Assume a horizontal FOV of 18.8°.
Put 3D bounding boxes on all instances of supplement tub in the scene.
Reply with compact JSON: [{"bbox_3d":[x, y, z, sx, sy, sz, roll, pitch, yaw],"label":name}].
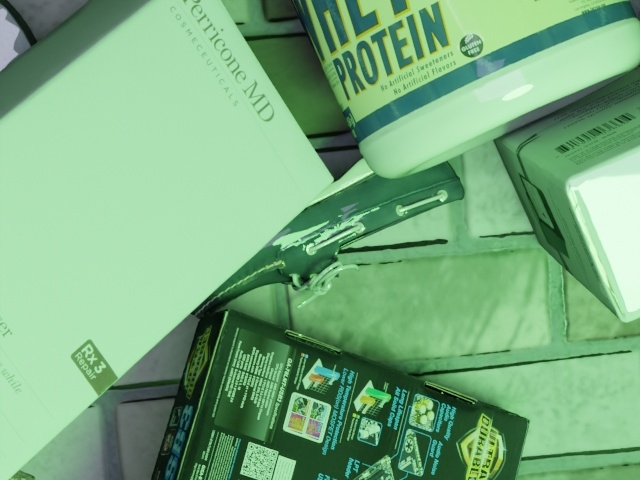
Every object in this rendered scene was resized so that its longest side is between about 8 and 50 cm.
[{"bbox_3d":[0.082,-0.235,1.483,0.235,0.235,0.324,-25,88,0],"label":"supplement tub"}]

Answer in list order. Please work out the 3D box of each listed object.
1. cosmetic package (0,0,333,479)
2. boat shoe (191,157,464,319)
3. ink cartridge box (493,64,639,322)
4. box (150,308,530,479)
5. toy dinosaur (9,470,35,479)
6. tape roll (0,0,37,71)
[{"bbox_3d":[-0.202,-0.013,1.458,0.385,0.156,0.217,-44,112,-25],"label":"cosmetic package"},{"bbox_3d":[0.000,0.000,1.601,0.254,0.095,0.079,-32,88,-8],"label":"boat shoe"},{"bbox_3d":[0.273,-0.060,1.511,0.211,0.289,0.121,-25,102,0],"label":"ink cartridge box"},{"bbox_3d":[0.003,0.239,1.563,0.293,0.073,0.295,21,74,-22],"label":"box"},{"bbox_3d":[-0.360,0.119,1.533,0.127,0.200,0.295,-38,99,1],"label":"toy dinosaur"},{"bbox_3d":[-0.332,-0.115,1.566,0.219,0.072,0.219,-1,99,-5],"label":"tape roll"}]
